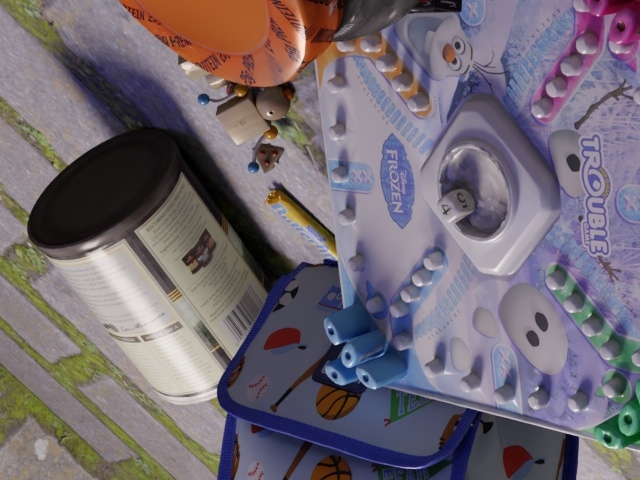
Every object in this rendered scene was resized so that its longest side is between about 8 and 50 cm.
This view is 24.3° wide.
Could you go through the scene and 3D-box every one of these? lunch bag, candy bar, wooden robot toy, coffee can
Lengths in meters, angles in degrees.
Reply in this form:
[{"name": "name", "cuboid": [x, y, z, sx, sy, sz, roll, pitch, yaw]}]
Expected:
[{"name": "lunch bag", "cuboid": [0.067, 0.223, 1.453, 0.328, 0.385, 0.239, 10, -179, 43]}, {"name": "candy bar", "cuboid": [0.000, 0.000, 1.679, 0.161, 0.018, 0.040, 43, 155, -7]}, {"name": "wooden robot toy", "cuboid": [-0.066, -0.145, 1.500, 0.079, 0.076, 0.173, -22, 121, 23]}, {"name": "coffee can", "cuboid": [-0.191, 0.034, 1.782, 0.201, 0.201, 0.275, 11, 142, 47]}]

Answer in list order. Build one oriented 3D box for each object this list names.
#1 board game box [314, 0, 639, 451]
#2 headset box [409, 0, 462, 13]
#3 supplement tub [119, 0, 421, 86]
[{"name": "board game box", "cuboid": [0.122, -0.038, 1.171, 0.390, 0.050, 0.390, 9, 110, 49]}, {"name": "headset box", "cuboid": [0.075, -0.211, 1.097, 0.032, 0.083, 0.062, 1, -176, -41]}, {"name": "supplement tub", "cuboid": [0.027, -0.255, 0.822, 0.207, 0.338, 0.207, 32, 154, 18]}]
